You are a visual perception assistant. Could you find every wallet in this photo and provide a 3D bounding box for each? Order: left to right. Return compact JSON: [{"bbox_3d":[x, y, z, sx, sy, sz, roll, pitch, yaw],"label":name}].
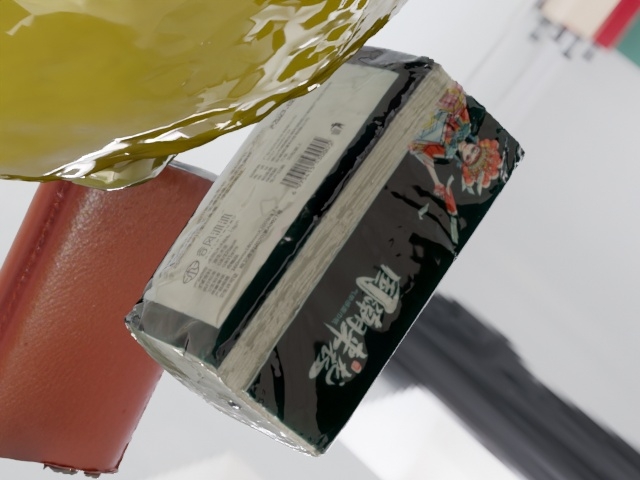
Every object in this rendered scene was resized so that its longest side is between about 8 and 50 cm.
[{"bbox_3d":[-0.137,0.039,1.039,0.142,0.045,0.204,18,-79,-45],"label":"wallet"}]

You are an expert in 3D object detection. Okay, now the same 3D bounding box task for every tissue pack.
[{"bbox_3d":[-0.001,0.001,0.777,0.090,0.103,0.170,45,-106,-32],"label":"tissue pack"}]

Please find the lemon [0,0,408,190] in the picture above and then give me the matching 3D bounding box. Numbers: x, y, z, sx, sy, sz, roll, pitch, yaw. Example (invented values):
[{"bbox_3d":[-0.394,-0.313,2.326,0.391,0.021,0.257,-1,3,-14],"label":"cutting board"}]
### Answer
[{"bbox_3d":[-0.089,-0.180,0.491,0.364,0.364,0.364,-42,-19,-18],"label":"lemon"}]
